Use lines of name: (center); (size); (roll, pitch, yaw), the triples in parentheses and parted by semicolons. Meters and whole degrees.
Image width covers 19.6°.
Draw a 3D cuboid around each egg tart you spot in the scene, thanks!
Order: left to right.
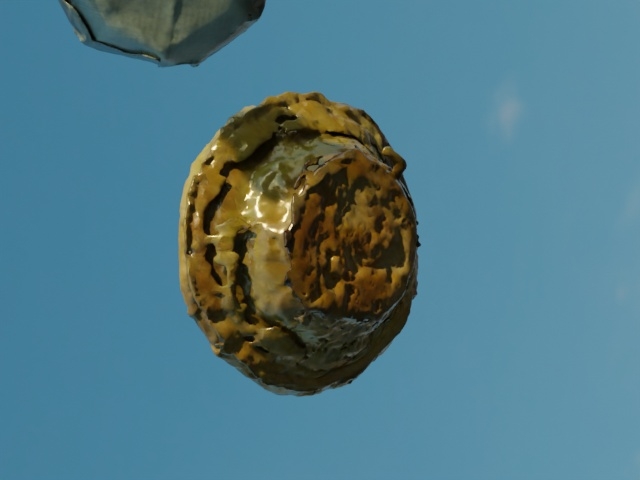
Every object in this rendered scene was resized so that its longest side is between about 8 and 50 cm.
egg tart: (0.000, 0.000, 1.400); (0.241, 0.106, 0.241); (3, -94, -39)

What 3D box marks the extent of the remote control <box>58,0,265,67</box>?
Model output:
remote control: (-0.057, -0.186, 0.784); (0.052, 0.104, 0.247); (-97, 16, -59)
